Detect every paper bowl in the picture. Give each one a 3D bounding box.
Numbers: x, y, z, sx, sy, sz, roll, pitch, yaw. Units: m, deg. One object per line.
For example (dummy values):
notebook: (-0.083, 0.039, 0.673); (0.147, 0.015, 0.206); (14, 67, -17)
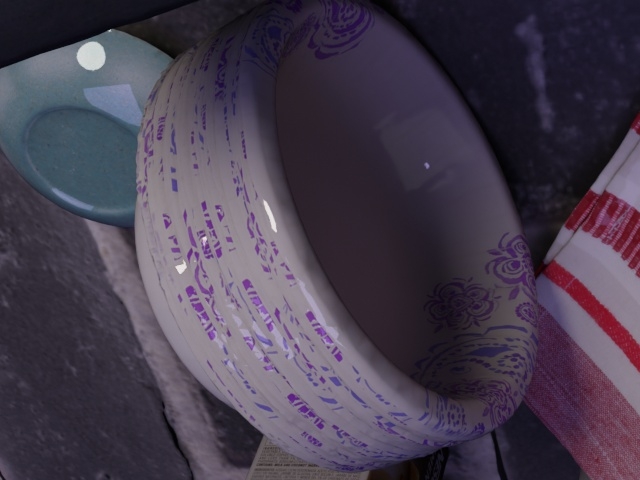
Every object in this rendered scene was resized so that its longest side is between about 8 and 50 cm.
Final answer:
paper bowl: (0.000, 0.000, 0.766); (0.148, 0.284, 0.284); (-23, 117, 32)

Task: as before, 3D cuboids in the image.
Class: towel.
towel: (0.245, 0.035, 0.759); (0.237, 0.037, 0.329); (51, 129, 32)

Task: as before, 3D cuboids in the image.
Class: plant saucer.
plant saucer: (-0.161, -0.068, 0.912); (0.195, 0.037, 0.195); (10, 137, 9)

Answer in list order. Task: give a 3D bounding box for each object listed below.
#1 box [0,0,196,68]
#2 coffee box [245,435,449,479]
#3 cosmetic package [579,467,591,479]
box: (-0.039, -0.364, 0.403); (0.472, 0.297, 0.480); (-16, 126, 13)
coffee box: (0.016, 0.202, 0.945); (0.098, 0.246, 0.141); (-3, 126, 21)
cosmetic package: (0.367, 0.133, 0.841); (0.217, 0.156, 0.385); (34, 131, -9)
